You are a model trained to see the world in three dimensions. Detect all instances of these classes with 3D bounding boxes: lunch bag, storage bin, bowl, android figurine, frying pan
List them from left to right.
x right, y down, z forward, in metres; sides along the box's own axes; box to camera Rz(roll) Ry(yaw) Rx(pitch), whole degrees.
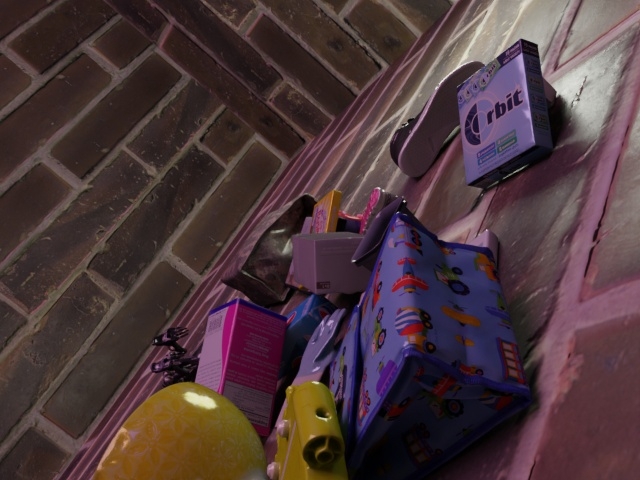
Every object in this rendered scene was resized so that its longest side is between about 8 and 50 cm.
[{"bbox_3d":[-0.142,0.338,0.902,0.156,0.290,0.289,10,48,26],"label":"bowl"},{"bbox_3d":[-0.293,0.282,2.051,0.326,0.053,0.197,-46,12,11],"label":"frying pan"},{"bbox_3d":[-0.110,0.019,1.901,0.287,0.169,0.235,-59,12,-19],"label":"lunch bag"},{"bbox_3d":[-0.020,0.265,0.755,0.273,0.056,0.248,-104,24,-61],"label":"android figurine"},{"bbox_3d":[0.079,0.159,0.804,0.221,0.138,0.293,-87,23,-53],"label":"lunch bag"},{"bbox_3d":[0.129,0.006,1.190,0.098,0.091,0.135,-37,17,49],"label":"storage bin"}]

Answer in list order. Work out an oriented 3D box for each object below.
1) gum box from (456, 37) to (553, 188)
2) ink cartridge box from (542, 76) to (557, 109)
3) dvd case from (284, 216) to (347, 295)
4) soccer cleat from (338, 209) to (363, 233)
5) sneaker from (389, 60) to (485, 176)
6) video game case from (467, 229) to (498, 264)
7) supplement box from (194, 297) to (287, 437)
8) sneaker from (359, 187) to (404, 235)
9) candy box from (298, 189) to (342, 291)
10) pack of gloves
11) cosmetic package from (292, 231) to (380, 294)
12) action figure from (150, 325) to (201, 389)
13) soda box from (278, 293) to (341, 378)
[{"bbox_3d":[0.287,-0.197,1.139,0.157,0.041,0.185,-34,53,55],"label":"gum box"},{"bbox_3d":[0.327,-0.239,1.231,0.122,0.088,0.052,-38,14,47],"label":"ink cartridge box"},{"bbox_3d":[-0.016,0.033,1.652,0.253,0.022,0.181,6,78,72],"label":"dvd case"},{"bbox_3d":[0.041,-0.018,1.706,0.248,0.083,0.095,177,103,-69],"label":"soccer cleat"},{"bbox_3d":[0.252,-0.276,1.607,0.296,0.104,0.147,-54,16,0],"label":"sneaker"},{"bbox_3d":[0.149,0.105,0.953,0.206,0.026,0.227,-43,13,33],"label":"video game case"},{"bbox_3d":[-0.146,0.231,1.269,0.111,0.113,0.220,-26,46,49],"label":"supplement box"},{"bbox_3d":[0.125,-0.038,1.457,0.170,0.074,0.063,109,172,-52],"label":"sneaker"},{"bbox_3d":[0.000,0.000,1.557,0.105,0.027,0.206,-33,42,57],"label":"candy box"},{"bbox_3d":[0.036,0.188,1.132,0.195,0.046,0.232,-29,28,45],"label":"pack of gloves"},{"bbox_3d":[0.026,0.038,1.342,0.238,0.127,0.107,180,87,-77],"label":"cosmetic package"},{"bbox_3d":[-0.336,0.341,1.799,0.276,0.140,0.164,85,180,-51],"label":"action figure"},{"bbox_3d":[-0.051,0.186,1.353,0.210,0.071,0.067,-42,15,36],"label":"soda box"}]
